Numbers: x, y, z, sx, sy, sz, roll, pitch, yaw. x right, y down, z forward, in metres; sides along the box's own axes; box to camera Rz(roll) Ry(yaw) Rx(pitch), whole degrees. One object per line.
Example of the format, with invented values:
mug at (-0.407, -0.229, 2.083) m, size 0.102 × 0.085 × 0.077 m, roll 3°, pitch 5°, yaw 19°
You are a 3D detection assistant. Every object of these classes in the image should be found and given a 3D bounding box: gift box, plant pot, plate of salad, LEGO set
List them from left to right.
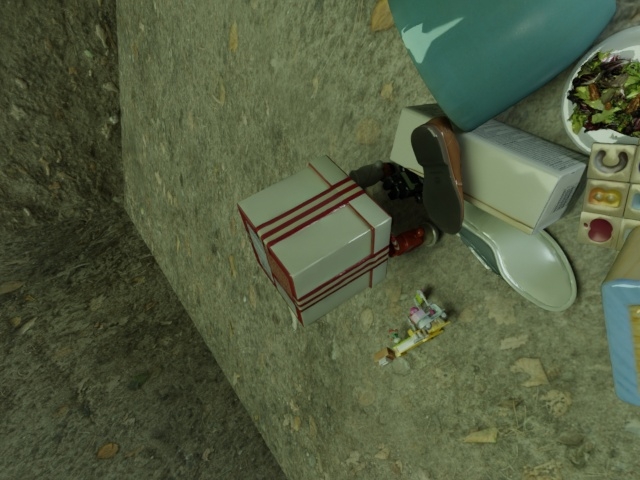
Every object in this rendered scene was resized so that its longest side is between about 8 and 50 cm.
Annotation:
gift box at (0.000, 0.000, 0.909) m, size 0.255 × 0.258 × 0.276 m, roll 51°, pitch 163°, yaw 27°
LEGO set at (0.223, 0.213, 1.054) m, size 0.107 × 0.132 × 0.287 m, roll 63°, pitch 149°, yaw 25°
plant pot at (0.273, -0.348, 0.619) m, size 0.235 × 0.293 × 0.293 m, roll -23°, pitch 87°, yaw 36°
plate of salad at (0.463, -0.212, 0.621) m, size 0.200 × 0.048 × 0.199 m, roll 26°, pitch 125°, yaw 44°

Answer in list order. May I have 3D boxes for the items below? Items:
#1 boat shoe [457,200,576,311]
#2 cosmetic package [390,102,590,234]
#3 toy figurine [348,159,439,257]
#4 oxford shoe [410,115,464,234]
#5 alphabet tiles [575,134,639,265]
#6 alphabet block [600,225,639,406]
boat shoe at (0.363, 0.006, 0.829) m, size 0.319 × 0.116 × 0.099 m, roll 49°, pitch -179°, yaw 17°
cosmetic package at (0.300, -0.148, 0.762) m, size 0.309 × 0.160 × 0.113 m, roll 39°, pitch 133°, yaw 37°
toy figurine at (0.171, -0.082, 0.975) m, size 0.209 × 0.148 × 0.213 m, roll 23°, pitch 125°, yaw 52°
oxford shoe at (0.217, -0.107, 0.705) m, size 0.076 × 0.076 × 0.212 m, roll 17°, pitch 136°, yaw 46°
alphabet tiles at (0.553, -0.037, 0.566) m, size 0.343 × 0.011 × 0.285 m, roll 17°, pitch 125°, yaw 40°
alphabet block at (0.505, 0.097, 0.537) m, size 0.193 × 0.197 × 0.192 m, roll 1°, pitch 114°, yaw 46°
